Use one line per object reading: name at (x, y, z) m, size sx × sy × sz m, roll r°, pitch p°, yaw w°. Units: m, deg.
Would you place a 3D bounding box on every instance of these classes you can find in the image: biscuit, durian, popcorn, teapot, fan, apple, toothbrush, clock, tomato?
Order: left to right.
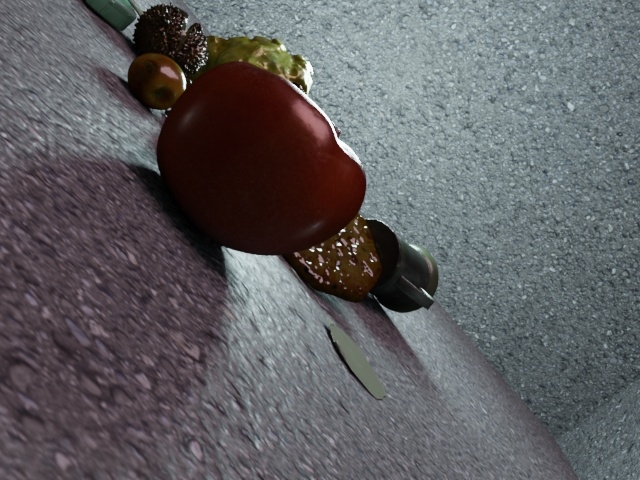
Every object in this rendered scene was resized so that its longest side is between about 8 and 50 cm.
clock at (-0.505, -0.571, 1.950) m, size 0.188 × 0.060 × 0.148 m, roll 54°, pitch 9°, yaw 25°
toothbrush at (-0.466, -0.590, 2.371) m, size 0.294 × 0.026 × 0.028 m, roll 50°, pitch -7°, yaw 0°
apple at (-0.315, -0.309, 1.667) m, size 0.114 × 0.099 × 0.102 m, roll 45°, pitch 11°, yaw -52°
durian at (-0.351, -0.452, 2.007) m, size 0.196 × 0.167 × 0.196 m, roll 28°, pitch 36°, yaw -22°
popcorn at (-0.184, -0.423, 2.301) m, size 0.334 × 0.293 × 0.292 m, roll 36°, pitch -6°, yaw 45°
tomato at (-0.103, -0.116, 1.389) m, size 0.341 × 0.273 × 0.341 m, roll 44°, pitch -5°, yaw 5°
biscuit at (-0.002, -0.019, 1.902) m, size 0.359 × 0.046 × 0.359 m, roll 34°, pitch 34°, yaw -27°
fan at (0.030, 0.177, 1.651) m, size 0.310 × 0.010 × 0.182 m, roll 54°, pitch 8°, yaw 8°
teapot at (0.189, 0.084, 2.268) m, size 0.270 × 0.200 × 0.337 m, roll 44°, pitch 6°, yaw 28°

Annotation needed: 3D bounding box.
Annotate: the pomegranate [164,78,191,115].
pomegranate at (-0.205, -0.240, 1.769) m, size 0.224 × 0.181 × 0.181 m, roll 29°, pitch 7°, yaw 4°
